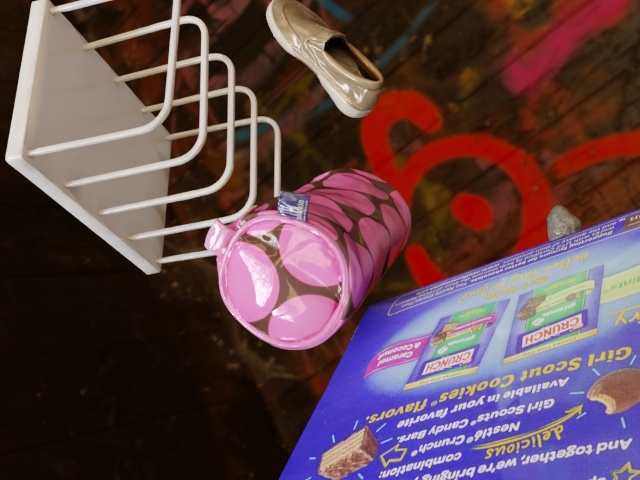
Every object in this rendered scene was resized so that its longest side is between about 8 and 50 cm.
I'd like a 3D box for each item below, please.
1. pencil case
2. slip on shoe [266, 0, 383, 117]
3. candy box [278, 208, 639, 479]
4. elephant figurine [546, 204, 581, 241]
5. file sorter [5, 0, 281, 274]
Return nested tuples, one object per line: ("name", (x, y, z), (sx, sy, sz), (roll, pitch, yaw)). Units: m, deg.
("pencil case", (0.000, 0.000, 0.657), (0.098, 0.095, 0.209), (24, -165, 10))
("slip on shoe", (0.005, -0.167, 0.818), (0.051, 0.041, 0.135), (-23, -111, -34))
("candy box", (0.099, 0.132, 0.450), (0.122, 0.268, 0.317), (53, -140, -16))
("elephant figurine", (0.250, 0.097, 1.093), (0.186, 0.169, 0.239), (-1, -124, -51))
("file sorter", (-0.172, -0.116, 1.022), (0.277, 0.173, 0.193), (51, -146, -57))
